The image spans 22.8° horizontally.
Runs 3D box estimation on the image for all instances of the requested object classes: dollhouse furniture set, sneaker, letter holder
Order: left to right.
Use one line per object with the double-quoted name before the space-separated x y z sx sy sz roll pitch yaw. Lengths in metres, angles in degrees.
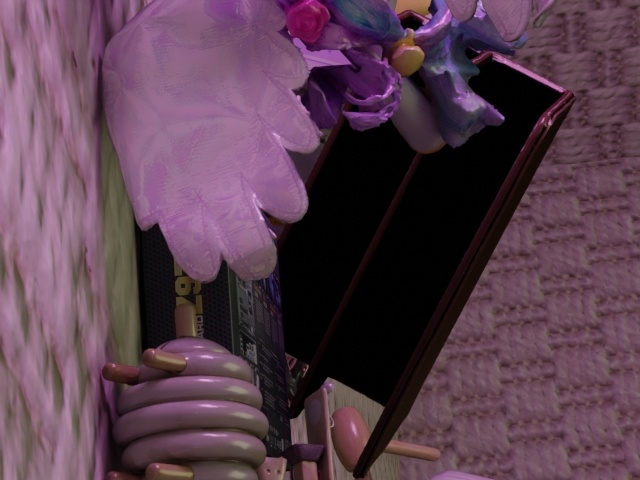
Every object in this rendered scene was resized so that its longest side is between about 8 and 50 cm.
"dollhouse furniture set" -0.028 0.141 1.026 0.114 0.091 0.081 -40 -132 51
"sneaker" -0.020 0.101 1.534 0.047 0.057 0.119 -78 163 -80
"letter holder" 0.050 -0.001 1.189 0.302 0.152 0.214 -64 174 15

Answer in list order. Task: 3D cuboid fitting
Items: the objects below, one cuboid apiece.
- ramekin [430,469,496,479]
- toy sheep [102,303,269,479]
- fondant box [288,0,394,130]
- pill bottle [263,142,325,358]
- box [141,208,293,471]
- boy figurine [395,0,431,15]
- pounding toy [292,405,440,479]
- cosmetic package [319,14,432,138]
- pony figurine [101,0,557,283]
"ramekin" 0.137 0.328 1.576 0.207 0.109 0.207 19 90 -78
"toy sheep" -0.070 0.096 0.838 0.091 0.091 0.132 68 20 -72
"fondant box" 0.021 -0.231 1.413 0.330 0.096 0.238 39 65 -86
"pill bottle" -0.019 0.011 1.396 0.103 0.103 0.184 -88 171 -57
"box" -0.066 0.057 1.054 0.233 0.059 0.183 61 24 -76
"boy figurine" 0.067 -0.270 1.686 0.177 0.285 0.092 -94 175 -57
"pounding toy" 0.056 0.295 1.589 0.269 0.154 0.154 77 4 -53
"cosmetic package" 0.046 -0.326 1.986 0.197 0.155 0.366 151 -65 -70
"pony figurine" -0.002 -0.171 0.940 0.351 0.303 0.363 58 15 24
